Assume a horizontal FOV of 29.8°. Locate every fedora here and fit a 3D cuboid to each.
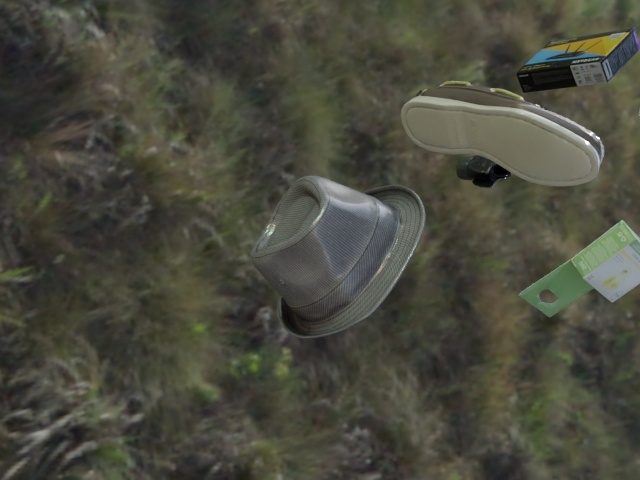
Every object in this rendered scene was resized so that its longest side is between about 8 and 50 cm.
[{"bbox_3d":[0.000,0.000,1.570,0.124,0.275,0.244,37,80,-21],"label":"fedora"}]

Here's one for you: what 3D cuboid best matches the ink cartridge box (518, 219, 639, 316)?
[{"bbox_3d":[0.506,0.074,2.244,0.171,0.235,0.056,32,24,-53],"label":"ink cartridge box"}]

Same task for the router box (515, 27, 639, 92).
[{"bbox_3d":[0.456,-0.318,2.130,0.133,0.179,0.046,-42,118,-37],"label":"router box"}]

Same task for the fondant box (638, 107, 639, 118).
[{"bbox_3d":[0.641,-0.260,1.707,0.096,0.330,0.238,-156,-105,-79],"label":"fondant box"}]

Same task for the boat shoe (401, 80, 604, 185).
[{"bbox_3d":[0.275,-0.166,1.760,0.096,0.324,0.117,-41,133,-36],"label":"boat shoe"}]

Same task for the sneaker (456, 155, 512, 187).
[{"bbox_3d":[0.287,-0.124,1.952,0.170,0.089,0.051,-24,111,-42],"label":"sneaker"}]
